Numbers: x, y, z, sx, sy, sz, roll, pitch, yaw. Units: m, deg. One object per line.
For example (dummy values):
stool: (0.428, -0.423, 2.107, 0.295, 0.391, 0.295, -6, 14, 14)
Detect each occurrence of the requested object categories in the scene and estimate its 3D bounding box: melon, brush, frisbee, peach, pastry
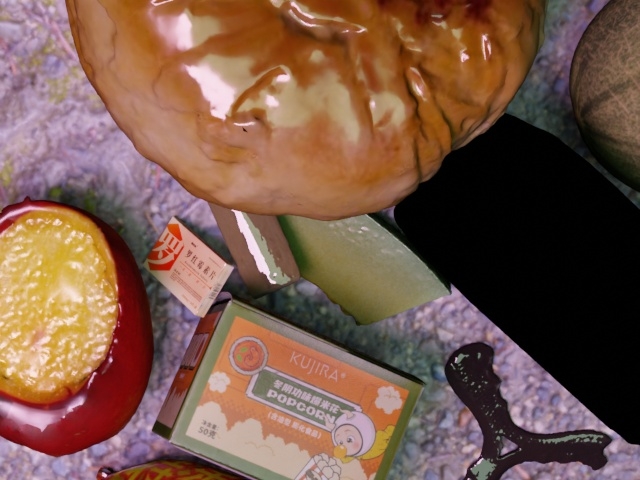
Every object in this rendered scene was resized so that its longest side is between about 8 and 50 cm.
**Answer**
melon: (0.372, -0.144, 1.244, 0.301, 0.237, 0.238, -12, 103, -1)
brush: (-0.098, -0.082, 1.293, 0.054, 0.048, 0.282, -24, 93, 4)
melon: (-0.001, 0.000, 1.353, 0.261, 0.053, 0.114, 31, 117, -6)
frisbee: (0.204, 0.205, 1.420, 0.187, 0.012, 0.211, 0, 101, -5)
peach: (-0.241, 0.075, 1.257, 0.196, 0.190, 0.226, -29, 132, -36)
pastry: (-0.012, -0.210, 1.178, 0.409, 0.245, 0.410, 1, 84, -13)

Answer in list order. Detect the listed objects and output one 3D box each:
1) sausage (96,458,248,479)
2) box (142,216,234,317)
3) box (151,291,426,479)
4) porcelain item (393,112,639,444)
sausage: (-0.098, 0.267, 1.294, 0.125, 0.317, 0.117, -3, 104, -45)
box: (-0.125, 0.024, 1.321, 0.015, 0.093, 0.058, 20, 105, -51)
box: (-0.034, 0.152, 1.293, 0.195, 0.177, 0.148, 25, 80, -8)
porcelain item: (0.217, 0.023, 1.242, 0.281, 0.286, 0.157, 43, 95, -10)
